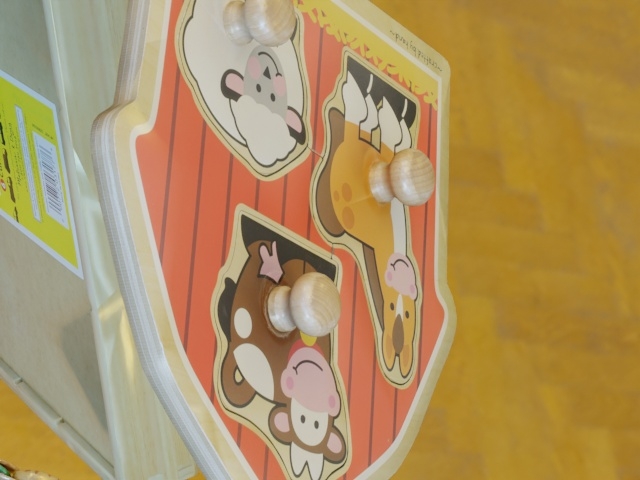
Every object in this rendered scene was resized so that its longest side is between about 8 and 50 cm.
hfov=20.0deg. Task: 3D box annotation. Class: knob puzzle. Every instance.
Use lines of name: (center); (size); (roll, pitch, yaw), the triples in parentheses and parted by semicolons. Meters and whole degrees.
knob puzzle: (0.000, 0.000, 0.567); (0.213, 0.030, 0.213); (20, 66, -55)

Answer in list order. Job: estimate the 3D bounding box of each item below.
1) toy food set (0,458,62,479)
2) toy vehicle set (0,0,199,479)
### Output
toy food set: (-0.198, 0.162, 1.203); (0.083, 0.083, 0.020); (20, 74, 12)
toy vehicle set: (-0.119, -0.042, 0.755); (0.035, 0.166, 0.267); (-19, 120, -26)
